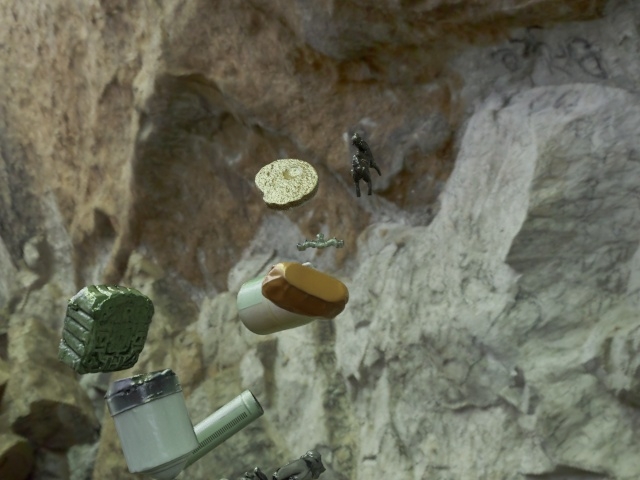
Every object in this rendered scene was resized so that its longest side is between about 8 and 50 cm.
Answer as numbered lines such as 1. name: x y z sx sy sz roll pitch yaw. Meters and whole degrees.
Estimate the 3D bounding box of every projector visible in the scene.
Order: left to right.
1. projector: -0.359 0.653 2.273 0.108 0.338 0.108 55 -8 11

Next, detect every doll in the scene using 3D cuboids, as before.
1. doll: 0.123 -0.227 1.915 0.057 0.139 0.165 -8 -62 28

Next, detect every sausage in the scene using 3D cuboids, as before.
1. sausage: -0.038 0.137 1.742 0.241 0.120 0.136 21 -36 -14

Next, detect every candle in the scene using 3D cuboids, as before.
1. candle: -0.481 0.551 1.910 0.221 0.222 0.342 -37 -110 64

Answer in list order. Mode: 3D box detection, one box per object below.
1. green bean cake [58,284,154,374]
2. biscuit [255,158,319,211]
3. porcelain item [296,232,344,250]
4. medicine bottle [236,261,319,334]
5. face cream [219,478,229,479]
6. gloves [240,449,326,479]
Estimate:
1. green bean cake: -0.560 0.229 1.723 0.125 0.223 0.227 20 -84 35
2. biscuit: -0.095 -0.161 1.900 0.208 0.181 0.049 -126 -161 -46
3. porcelain item: 0.000 0.000 1.892 0.075 0.136 0.021 -90 176 -59
4. medicine bottle: -0.111 0.216 2.498 0.406 0.236 0.235 -21 -85 44
5. face cream: -0.235 0.645 1.429 0.420 0.137 0.234 41 48 -78
6. gloves: -0.093 0.657 1.825 0.142 0.286 0.119 -55 -128 34
